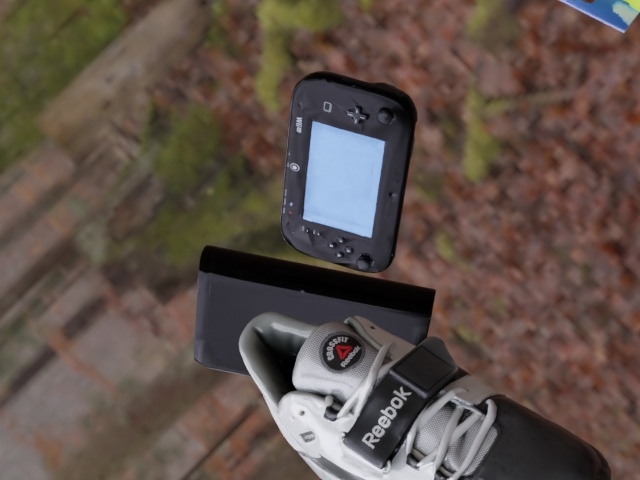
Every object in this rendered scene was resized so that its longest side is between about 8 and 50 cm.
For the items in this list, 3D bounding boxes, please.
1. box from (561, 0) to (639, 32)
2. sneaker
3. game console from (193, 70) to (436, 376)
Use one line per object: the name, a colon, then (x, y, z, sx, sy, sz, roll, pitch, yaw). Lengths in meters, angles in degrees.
box: (0.236, -0.250, 1.308, 0.109, 0.178, 0.042, 31, 158, 23)
sneaker: (0.050, 0.127, 1.191, 0.330, 0.122, 0.146, 13, 151, 52)
game console: (0.000, 0.000, 1.494, 0.213, 0.044, 0.361, 10, 134, 4)
